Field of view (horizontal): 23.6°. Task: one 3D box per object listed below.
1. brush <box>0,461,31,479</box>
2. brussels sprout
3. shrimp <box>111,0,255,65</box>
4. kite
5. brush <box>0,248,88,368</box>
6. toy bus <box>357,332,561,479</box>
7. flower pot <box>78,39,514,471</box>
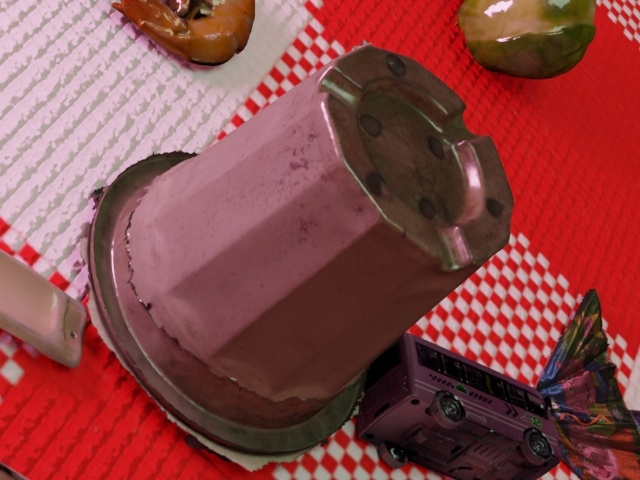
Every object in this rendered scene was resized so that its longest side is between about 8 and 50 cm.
[{"bbox_3d":[-0.278,0.111,0.989,0.313,0.067,0.072,45,73,-22],"label":"brush"},{"bbox_3d":[0.241,-0.254,1.727,0.183,0.145,0.131,-50,127,-46],"label":"brussels sprout"},{"bbox_3d":[-0.150,-0.244,1.378,0.249,0.068,0.150,24,52,-39],"label":"shrimp"},{"bbox_3d":[0.279,0.185,1.525,0.234,0.016,0.321,9,56,-42],"label":"kite"},{"bbox_3d":[-0.295,0.000,1.062,0.321,0.050,0.060,36,38,-32],"label":"brush"},{"bbox_3d":[0.122,0.152,1.333,0.178,0.087,0.098,25,40,-28],"label":"toy bus"},{"bbox_3d":[0.000,0.000,1.186,0.290,0.259,0.290,28,44,-30],"label":"flower pot"}]
